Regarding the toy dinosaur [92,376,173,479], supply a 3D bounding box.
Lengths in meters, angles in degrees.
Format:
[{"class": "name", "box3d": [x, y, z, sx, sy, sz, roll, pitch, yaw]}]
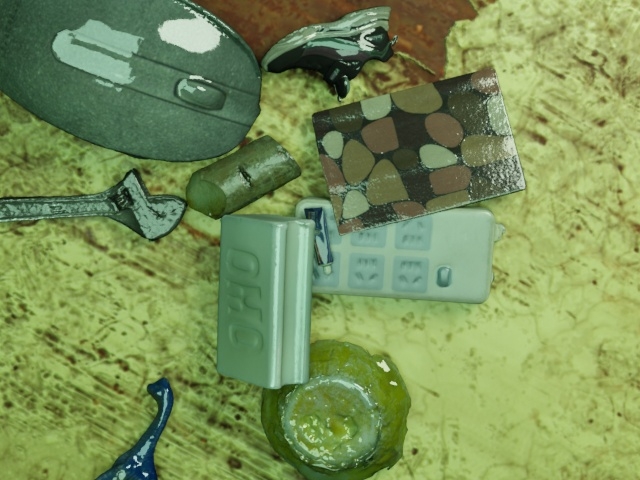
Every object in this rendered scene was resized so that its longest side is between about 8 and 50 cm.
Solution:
[{"class": "toy dinosaur", "box3d": [-0.204, 0.324, 1.560, 0.188, 0.075, 0.248, -35, 88, 0]}]

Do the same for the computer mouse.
[{"class": "computer mouse", "box3d": [-0.251, -0.214, 1.470, 0.373, 0.114, 0.203, 18, 97, 0]}]

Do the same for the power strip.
[{"class": "power strip", "box3d": [0.091, 0.011, 1.511, 0.270, 0.046, 0.118, 4, 97, 3]}]

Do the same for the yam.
[{"class": "yam", "box3d": [-0.098, -0.075, 1.500, 0.146, 0.070, 0.070, -27, 95, 5]}]

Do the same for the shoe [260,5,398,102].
[{"class": "shoe", "box3d": [0.016, -0.215, 1.478, 0.169, 0.071, 0.099, -19, 98, 2]}]

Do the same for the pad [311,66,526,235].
[{"class": "pad", "box3d": [0.117, -0.108, 1.487, 0.235, 0.003, 0.158, -14, 82, 1]}]

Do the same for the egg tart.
[{"class": "egg tart", "box3d": [0.015, 0.219, 1.525, 0.197, 0.078, 0.197, 1, 98, 8]}]

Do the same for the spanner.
[{"class": "spanner", "box3d": [-0.326, -0.039, 1.543, 0.325, 0.026, 0.093, -3, 98, 6]}]

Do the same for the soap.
[{"class": "soap", "box3d": [-0.068, 0.069, 1.488, 0.119, 0.066, 0.198, 9, 99, 47]}]

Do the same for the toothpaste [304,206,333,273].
[{"class": "toothpaste", "box3d": [0.000, 0.000, 1.483, 0.027, 0.019, 0.083, -8, 99, 30]}]
